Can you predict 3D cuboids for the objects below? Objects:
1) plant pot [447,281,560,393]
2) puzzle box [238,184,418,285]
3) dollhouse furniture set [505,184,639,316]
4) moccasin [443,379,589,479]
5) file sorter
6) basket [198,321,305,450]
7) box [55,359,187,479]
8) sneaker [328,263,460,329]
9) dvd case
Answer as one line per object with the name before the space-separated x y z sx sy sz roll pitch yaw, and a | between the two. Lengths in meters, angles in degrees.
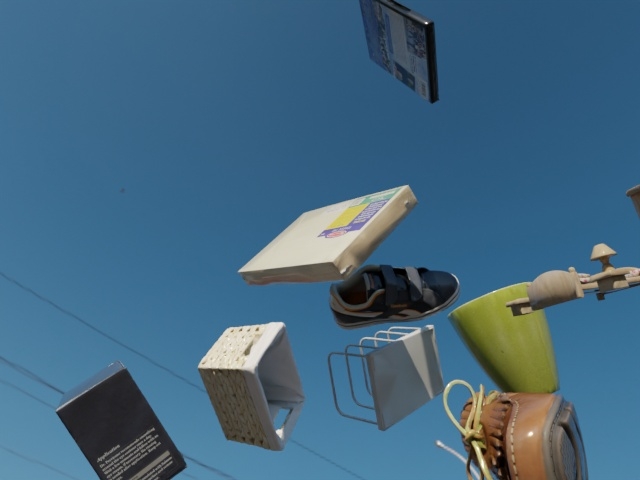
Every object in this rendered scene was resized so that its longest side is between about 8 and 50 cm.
plant pot | 0.561 0.312 1.304 0.275 0.293 0.274 -16 -25 -7
puzzle box | 0.000 0.000 1.043 0.409 0.272 0.052 -9 -62 54
dollhouse furniture set | 0.608 0.028 0.936 0.304 0.173 0.355 -4 -18 -18
moccasin | 0.235 0.247 0.561 0.147 0.139 0.380 -4 -11 17
file sorter | 0.183 0.361 1.239 0.173 0.278 0.192 -8 -89 48
basket | -0.103 0.223 0.695 0.103 0.113 0.167 -3 -65 21
box | -0.277 0.261 0.621 0.158 0.093 0.156 60 -28 -4
sneaker | 0.176 0.124 1.075 0.322 0.126 0.127 -16 -50 4
dvd case | 0.165 -0.424 0.958 0.022 0.253 0.180 -31 -38 -6
